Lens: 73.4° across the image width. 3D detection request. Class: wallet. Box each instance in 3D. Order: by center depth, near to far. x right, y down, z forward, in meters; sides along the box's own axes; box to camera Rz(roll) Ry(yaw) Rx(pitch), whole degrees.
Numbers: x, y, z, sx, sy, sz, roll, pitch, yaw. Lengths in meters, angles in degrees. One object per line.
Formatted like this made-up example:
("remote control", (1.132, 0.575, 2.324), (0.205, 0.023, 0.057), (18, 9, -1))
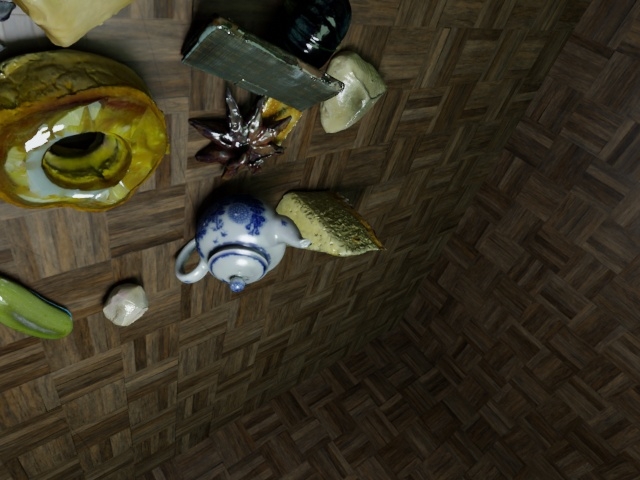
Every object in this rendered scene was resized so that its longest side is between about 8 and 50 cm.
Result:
("wallet", (-0.117, -0.365, 0.917), (0.316, 0.169, 0.044), (11, 79, -38))

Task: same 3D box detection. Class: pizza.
("pizza", (-0.116, -0.319, 1.134), (0.134, 0.046, 0.175), (-23, 145, -28))

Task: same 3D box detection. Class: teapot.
("teapot", (-0.221, 0.020, 1.185), (0.423, 0.280, 0.252), (-16, 140, 16))

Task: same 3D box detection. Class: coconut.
("coconut", (-0.534, 0.174, 1.197), (0.124, 0.110, 0.110), (-48, 151, 16))

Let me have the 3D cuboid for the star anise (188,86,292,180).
("star anise", (-0.189, -0.238, 1.058), (0.271, 0.103, 0.272), (-15, 143, -12))

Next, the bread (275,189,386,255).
("bread", (0.000, 0.000, 1.446), (0.248, 0.315, 0.279), (-2, 141, -47))

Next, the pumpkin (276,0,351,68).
("pumpkin", (-0.015, -0.463, 0.948), (0.149, 0.194, 0.194), (9, 127, -20))

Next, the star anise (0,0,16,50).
("star anise", (-0.542, -0.314, 0.604), (0.204, 0.061, 0.181), (-20, 143, -34))

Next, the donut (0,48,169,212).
("donut", (-0.448, -0.178, 0.799), (0.329, 0.160, 0.330), (-30, 155, -15))

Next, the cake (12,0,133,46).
("cake", (-0.297, -0.446, 0.484), (0.321, 0.332, 0.332), (-46, 151, -9))

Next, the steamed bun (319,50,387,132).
("steamed bun", (0.089, -0.414, 1.204), (0.231, 0.110, 0.212), (-46, 150, -1))

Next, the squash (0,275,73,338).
("squash", (-0.702, 0.160, 1.003), (0.094, 0.094, 0.341), (-35, 152, -14))
